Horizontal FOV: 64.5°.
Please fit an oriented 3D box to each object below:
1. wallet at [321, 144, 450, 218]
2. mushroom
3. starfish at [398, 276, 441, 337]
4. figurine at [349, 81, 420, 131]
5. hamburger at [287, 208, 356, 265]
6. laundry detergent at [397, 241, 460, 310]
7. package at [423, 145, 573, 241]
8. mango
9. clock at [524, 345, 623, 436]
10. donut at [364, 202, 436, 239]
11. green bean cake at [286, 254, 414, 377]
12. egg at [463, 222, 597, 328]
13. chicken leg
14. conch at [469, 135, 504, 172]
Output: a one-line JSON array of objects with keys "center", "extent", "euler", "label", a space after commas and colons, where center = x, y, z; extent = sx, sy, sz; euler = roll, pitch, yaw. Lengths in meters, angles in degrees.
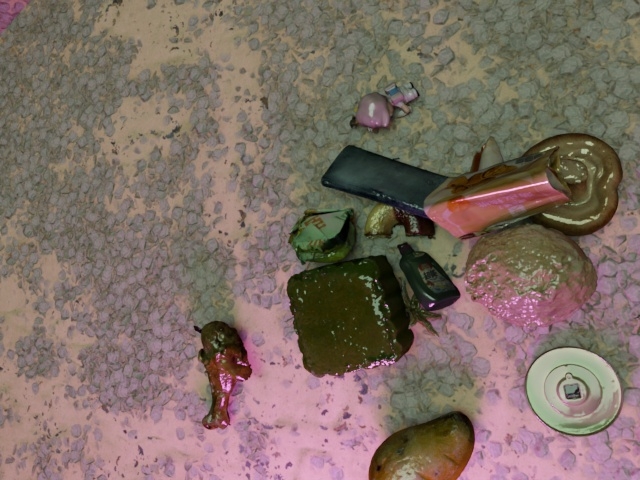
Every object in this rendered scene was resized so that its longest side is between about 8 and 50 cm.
[{"center": [0.202, -0.179, 1.520], "extent": [0.379, 0.046, 0.190], "euler": [20, 52, 23], "label": "wallet"}, {"center": [0.652, -0.149, 1.332], "extent": [0.279, 0.146, 0.277], "euler": [-5, 75, 21], "label": "mushroom"}, {"center": [0.288, 0.198, 1.443], "extent": [0.053, 0.176, 0.208], "euler": [-46, 32, 33], "label": "starfish"}, {"center": [0.192, -0.414, 1.570], "extent": [0.229, 0.112, 0.137], "euler": [-28, 70, 7], "label": "figurine"}, {"center": [-0.001, 0.001, 1.563], "extent": [0.214, 0.125, 0.235], "euler": [-11, 44, 23], "label": "hamburger"}, {"center": [0.300, 0.093, 1.465], "extent": [0.221, 0.145, 0.078], "euler": [60, 140, 29], "label": "laundry detergent"}, {"center": [0.457, -0.099, 1.290], "extent": [0.311, 0.221, 0.164], "euler": [-17, 103, 38], "label": "package"}, {"center": [0.284, 0.608, 1.407], "extent": [0.330, 0.175, 0.176], "euler": [-26, 107, -3], "label": "mango"}, {"center": [0.663, 0.397, 1.337], "extent": [0.235, 0.029, 0.234], "euler": [-2, 84, 22], "label": "clock"}, {"center": [0.226, -0.066, 1.530], "extent": [0.217, 0.085, 0.141], "euler": [-6, 83, 23], "label": "donut"}, {"center": [0.085, 0.219, 1.502], "extent": [0.335, 0.218, 0.318], "euler": [-12, 88, 27], "label": "green bean cake"}, {"center": [0.533, 0.087, 1.300], "extent": [0.311, 0.279, 0.278], "euler": [-5, 83, 29], "label": "egg"}, {"center": [-0.309, 0.442, 1.673], "extent": [0.212, 0.140, 0.360], "euler": [-6, 92, 42], "label": "chicken leg"}, {"center": [0.472, -0.210, 1.444], "extent": [0.094, 0.104, 0.176], "euler": [-10, 76, -9], "label": "conch"}]
